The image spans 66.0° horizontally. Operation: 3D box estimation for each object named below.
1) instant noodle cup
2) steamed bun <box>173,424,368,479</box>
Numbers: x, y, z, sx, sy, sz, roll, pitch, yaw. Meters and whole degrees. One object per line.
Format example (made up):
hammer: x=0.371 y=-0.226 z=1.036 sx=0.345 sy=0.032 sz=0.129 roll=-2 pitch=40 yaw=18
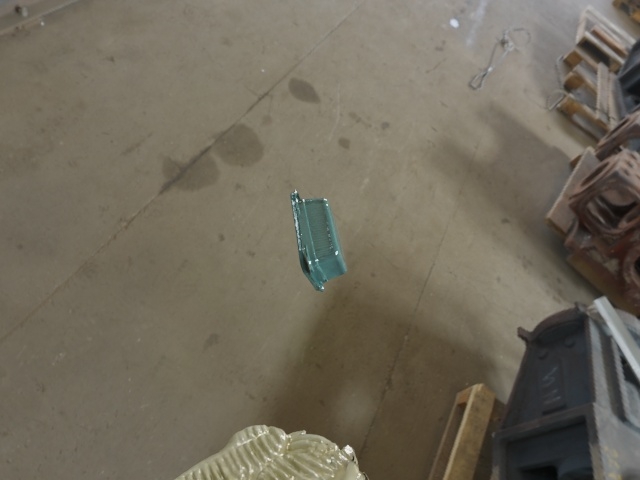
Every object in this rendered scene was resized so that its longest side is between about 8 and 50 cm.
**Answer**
instant noodle cup: x=0.000 y=0.000 z=0.905 sx=0.070 sy=0.179 sz=0.157 roll=-13 pitch=70 yaw=6
steamed bun: x=-0.093 y=0.528 z=0.906 sx=0.346 sy=0.394 sz=0.237 roll=-85 pitch=160 yaw=-71
